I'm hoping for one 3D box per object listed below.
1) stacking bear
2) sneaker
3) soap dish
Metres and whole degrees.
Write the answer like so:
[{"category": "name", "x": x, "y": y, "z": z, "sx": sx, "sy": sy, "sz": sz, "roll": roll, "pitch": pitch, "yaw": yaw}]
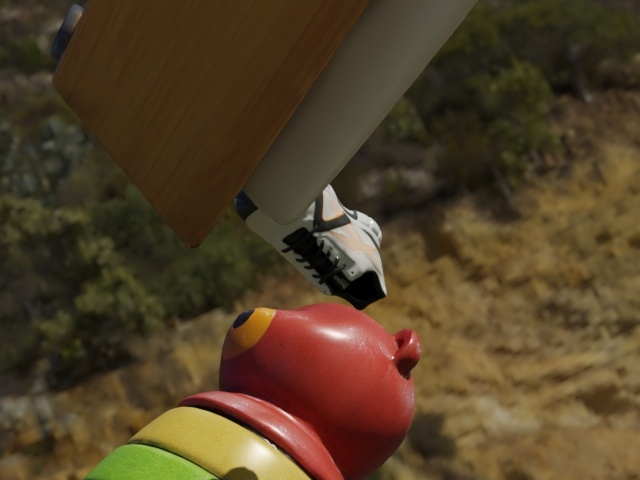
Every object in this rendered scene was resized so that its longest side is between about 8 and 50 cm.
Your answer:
[{"category": "stacking bear", "x": -0.055, "y": 0.150, "z": 0.975, "sx": 0.289, "sy": 0.164, "sz": 0.175, "roll": -50, "pitch": 13, "yaw": -26}, {"category": "sneaker", "x": 0.000, "y": 0.000, "z": 0.856, "sx": 0.040, "sy": 0.044, "sz": 0.109, "roll": -31, "pitch": -35, "yaw": 25}, {"category": "soap dish", "x": 0.010, "y": -0.170, "z": 0.681, "sx": 0.118, "sy": 0.291, "sz": 0.229, "roll": 27, "pitch": -34, "yaw": -9}]
